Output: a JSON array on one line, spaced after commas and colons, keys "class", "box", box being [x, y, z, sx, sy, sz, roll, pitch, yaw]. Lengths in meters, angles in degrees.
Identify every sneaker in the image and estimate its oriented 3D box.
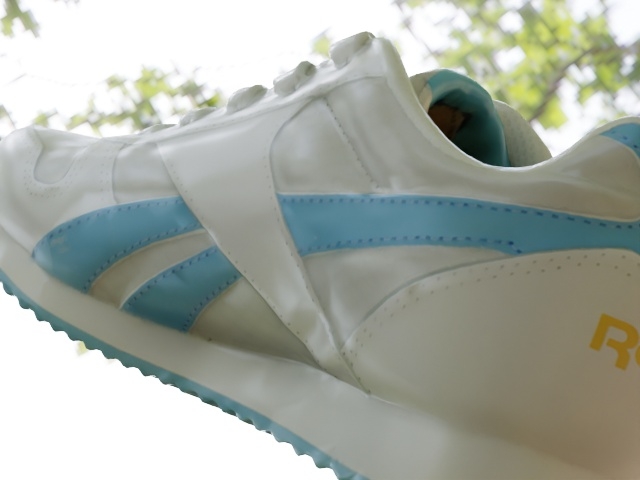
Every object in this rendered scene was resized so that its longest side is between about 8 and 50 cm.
[{"class": "sneaker", "box": [0.000, 0.000, 0.409, 0.087, 0.229, 0.092, 23, -93, -46]}]
